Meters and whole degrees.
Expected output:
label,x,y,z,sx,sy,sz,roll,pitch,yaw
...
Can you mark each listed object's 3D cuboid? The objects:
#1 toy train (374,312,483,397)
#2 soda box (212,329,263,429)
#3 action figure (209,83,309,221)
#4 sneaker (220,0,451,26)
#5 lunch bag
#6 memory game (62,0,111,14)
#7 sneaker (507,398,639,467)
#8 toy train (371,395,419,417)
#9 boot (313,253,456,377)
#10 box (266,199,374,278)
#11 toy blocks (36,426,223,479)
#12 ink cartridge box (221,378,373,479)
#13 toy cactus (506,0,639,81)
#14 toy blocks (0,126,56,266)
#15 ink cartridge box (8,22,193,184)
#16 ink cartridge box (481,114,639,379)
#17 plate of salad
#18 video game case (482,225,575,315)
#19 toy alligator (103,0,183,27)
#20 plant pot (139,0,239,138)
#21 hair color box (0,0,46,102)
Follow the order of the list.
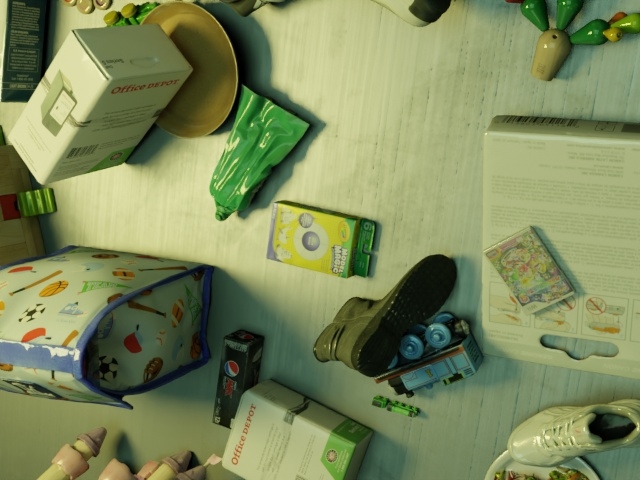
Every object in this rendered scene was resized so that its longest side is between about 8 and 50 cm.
label,x,y,z,sx,sy,sz,roll,pitch,yaw
toy train,0.169,0.191,1.476,0.184,0.080,0.105,-26,93,25
soda box,-0.148,0.250,1.632,0.053,0.060,0.169,15,104,22
action figure,-0.126,-0.133,1.564,0.137,0.063,0.232,34,106,14
sneaker,-0.008,-0.424,1.439,0.447,0.169,0.257,47,122,19
lunch bag,-0.418,0.154,1.559,0.328,0.385,0.239,4,99,22
memory game,-0.427,-0.510,1.669,0.186,0.012,0.186,4,100,23
sneaker,0.385,0.285,1.366,0.232,0.115,0.090,-21,70,21
toy train,0.125,0.282,1.536,0.083,0.024,0.017,14,103,22
boot,0.095,0.107,1.477,0.246,0.161,0.083,-47,115,-16
box,0.000,0.000,1.540,0.179,0.043,0.105,12,103,20
toy blocks,-0.330,0.492,1.686,0.288,0.260,0.309,-5,123,52
ink cartridge box,-0.043,0.361,1.583,0.219,0.092,0.160,24,106,19
toy cactus,0.355,-0.317,1.314,0.219,0.112,0.180,22,116,11
toy blocks,-0.654,-0.026,1.704,0.191,0.261,0.381,-9,94,25
ink cartridge box,-0.377,-0.235,1.555,0.115,0.198,0.273,53,127,10
ink cartridge box,0.402,0.012,1.363,0.308,0.091,0.385,7,117,22
plate of salad,0.353,0.421,1.444,0.200,0.048,0.200,4,100,23
video game case,0.312,0.047,1.361,0.087,0.011,0.122,-31,98,33
toy alligator,-0.321,-0.403,1.622,0.190,0.056,0.051,-17,47,18
plant pot,-0.232,-0.297,1.585,0.236,0.032,0.236,11,111,30
hair color box,-0.610,-0.443,1.704,0.174,0.105,0.347,14,104,25
